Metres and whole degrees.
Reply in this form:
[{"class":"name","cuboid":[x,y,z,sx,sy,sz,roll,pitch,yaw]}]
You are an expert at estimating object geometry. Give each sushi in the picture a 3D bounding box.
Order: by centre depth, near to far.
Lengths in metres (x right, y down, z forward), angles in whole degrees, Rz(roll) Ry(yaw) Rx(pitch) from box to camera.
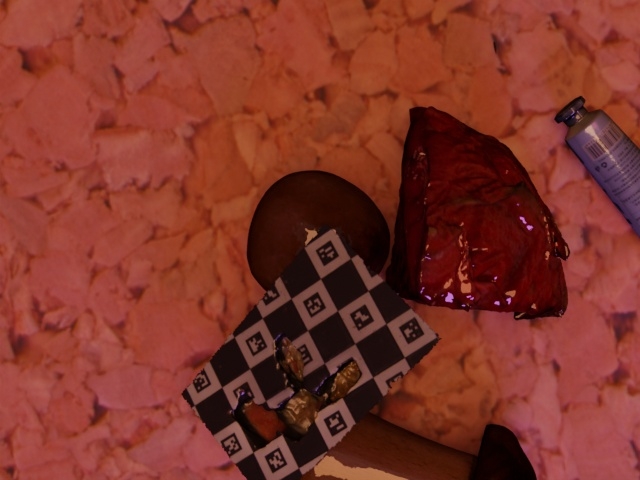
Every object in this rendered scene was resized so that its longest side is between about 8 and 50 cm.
[{"class":"sushi","cuboid":[-0.012,0.147,1.235,0.192,0.043,0.279,46,103,23]}]

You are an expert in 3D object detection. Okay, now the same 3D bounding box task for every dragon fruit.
[{"class":"dragon fruit","cuboid":[0.157,0.021,1.252,0.302,0.330,0.240,37,112,1]}]

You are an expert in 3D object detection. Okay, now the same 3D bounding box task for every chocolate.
[{"class":"chocolate","cuboid":[0.000,0.000,1.303,0.176,0.177,0.177,0,88,3]}]

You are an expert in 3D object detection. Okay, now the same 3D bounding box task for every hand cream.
[{"class":"hand cream","cuboid":[0.391,-0.062,1.342,0.091,0.058,0.271,-42,94,-2]}]

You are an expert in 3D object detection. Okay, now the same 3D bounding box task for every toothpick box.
[{"class":"toothpick box","cuboid":[0.108,0.288,1.285,0.294,0.192,0.192,15,89,9]}]
